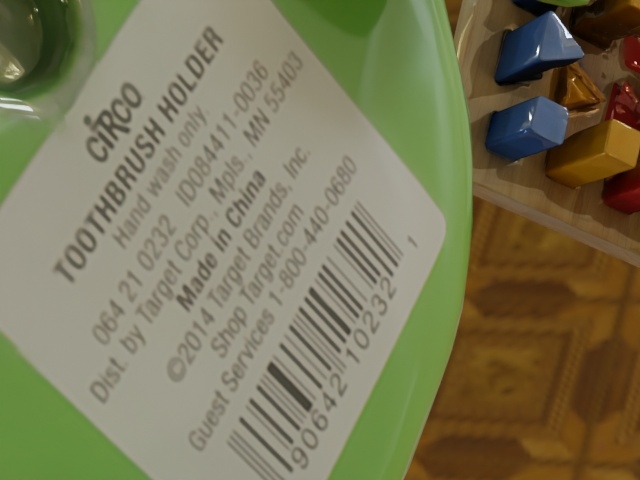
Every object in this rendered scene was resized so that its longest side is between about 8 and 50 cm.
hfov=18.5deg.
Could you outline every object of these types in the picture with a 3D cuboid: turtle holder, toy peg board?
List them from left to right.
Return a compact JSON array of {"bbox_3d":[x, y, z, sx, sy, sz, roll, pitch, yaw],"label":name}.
[{"bbox_3d":[-0.128,-0.034,0.353,0.227,0.320,0.243,-6,76,45],"label":"turtle holder"},{"bbox_3d":[0.150,-0.083,0.915,0.079,0.161,0.161,-19,53,58],"label":"toy peg board"}]
